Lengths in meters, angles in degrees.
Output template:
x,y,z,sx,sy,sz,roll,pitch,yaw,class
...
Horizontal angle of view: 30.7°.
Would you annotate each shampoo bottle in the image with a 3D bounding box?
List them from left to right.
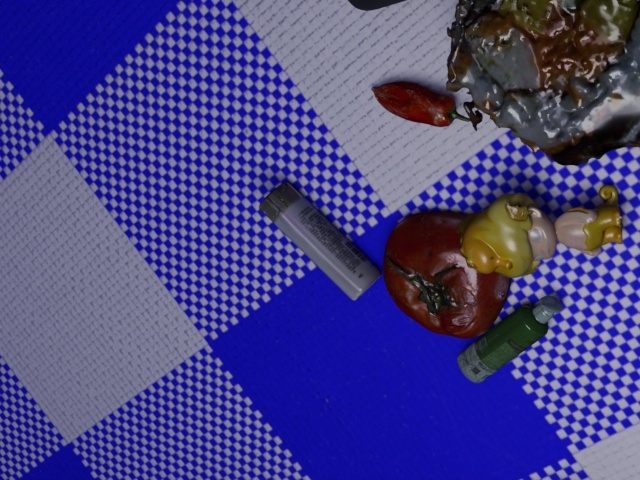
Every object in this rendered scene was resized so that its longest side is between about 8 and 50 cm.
x,y,z,sx,sy,sz,roll,pitch,yaw,class
0.000,0.000,1.959,0.227,0.086,0.056,44,123,4,shampoo bottle
0.306,0.154,1.871,0.065,0.065,0.204,48,125,2,shampoo bottle

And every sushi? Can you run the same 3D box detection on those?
x,y,z,sx,sy,sz,roll,pitch,yaw,class
0.353,-0.302,1.580,0.417,0.176,0.417,13,119,25,sushi

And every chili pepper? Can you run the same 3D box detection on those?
x,y,z,sx,sy,sz,roll,pitch,yaw,class
0.157,-0.208,1.804,0.191,0.050,0.059,23,124,32,chili pepper

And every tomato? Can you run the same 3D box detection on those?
x,y,z,sx,sy,sz,roll,pitch,yaw,class
0.196,0.064,1.874,0.228,0.101,0.228,13,120,23,tomato

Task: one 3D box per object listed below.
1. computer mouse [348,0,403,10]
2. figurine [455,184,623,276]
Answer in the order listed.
x,y,z,sx,sy,sz,roll,pitch,yaw,class
0.122,-0.418,1.726,0.232,0.057,0.120,-12,105,32,computer mouse
0.325,-0.014,1.746,0.246,0.131,0.156,-5,133,11,figurine
